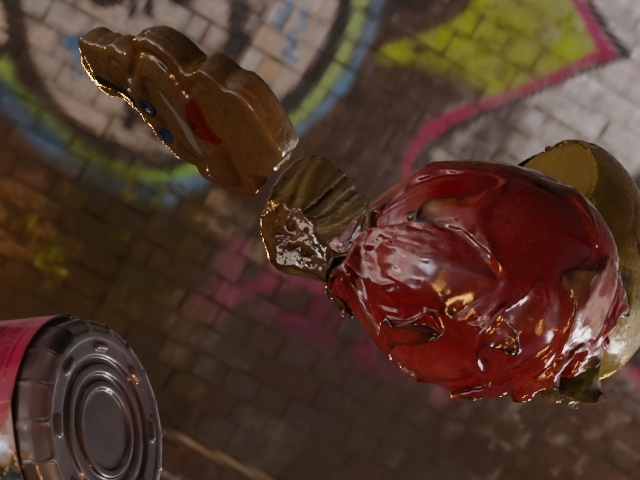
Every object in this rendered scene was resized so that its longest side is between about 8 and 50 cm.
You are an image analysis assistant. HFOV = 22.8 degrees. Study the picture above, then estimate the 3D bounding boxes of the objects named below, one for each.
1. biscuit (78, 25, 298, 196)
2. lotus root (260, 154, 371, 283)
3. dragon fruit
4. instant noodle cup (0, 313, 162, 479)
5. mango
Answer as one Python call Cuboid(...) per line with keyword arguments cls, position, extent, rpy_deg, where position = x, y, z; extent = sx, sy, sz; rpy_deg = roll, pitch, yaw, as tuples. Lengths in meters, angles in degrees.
Cuboid(cls="biscuit", position=(-0.136, -0.133, 1.544), extent=(0.320, 0.047, 0.183), rpy_deg=(33, 151, 36))
Cuboid(cls="lotus root", position=(0.000, -0.001, 1.562), extent=(0.159, 0.095, 0.135), rpy_deg=(51, -150, 7))
Cuboid(cls="dragon fruit", position=(0.112, 0.028, 1.071), extent=(0.209, 0.172, 0.172), rpy_deg=(22, -165, -13))
Cuboid(cls="instant noodle cup", position=(-0.242, 0.161, 1.261), extent=(0.258, 0.181, 0.302), rpy_deg=(54, -146, -40))
Cuboid(cls="mango", position=(0.205, 0.008, 1.276), extent=(0.130, 0.167, 0.262), rpy_deg=(-7, -150, 16))
